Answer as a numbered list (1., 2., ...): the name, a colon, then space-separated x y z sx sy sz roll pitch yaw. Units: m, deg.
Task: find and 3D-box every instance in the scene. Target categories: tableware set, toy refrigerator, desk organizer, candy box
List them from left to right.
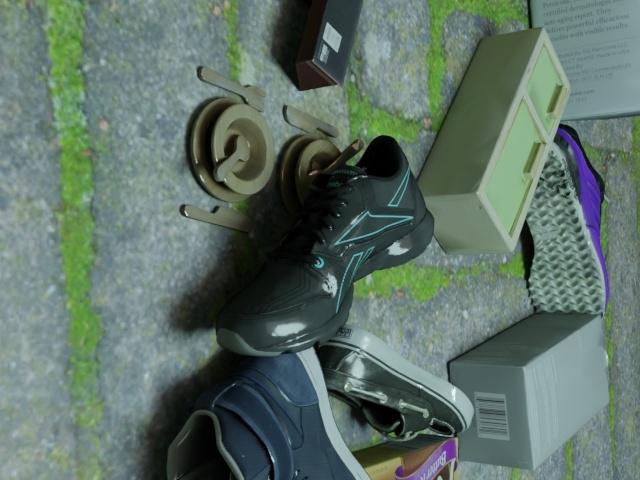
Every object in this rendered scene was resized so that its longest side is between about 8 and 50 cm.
1. tableware set: -0.032 -0.066 0.774 0.194 0.039 0.128 16 76 -50
2. desk organizer: 0.002 -0.205 0.813 0.047 0.050 0.130 33 64 -46
3. candy box: 0.069 0.260 0.875 0.187 0.053 0.109 1 87 -50
4. toy refrigerator: 0.208 -0.118 1.032 0.102 0.094 0.269 53 50 -35

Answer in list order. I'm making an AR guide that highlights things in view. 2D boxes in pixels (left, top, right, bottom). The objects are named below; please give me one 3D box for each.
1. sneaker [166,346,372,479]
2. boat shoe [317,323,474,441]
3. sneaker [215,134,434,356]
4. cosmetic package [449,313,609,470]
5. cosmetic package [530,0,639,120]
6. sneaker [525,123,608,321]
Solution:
1. sneaker: -0.034 0.205 0.709 0.163 0.086 0.226 -39 109 -57
2. boat shoe: 0.069 0.156 0.867 0.219 0.078 0.070 35 61 -36
3. sneaker: 0.000 0.000 0.751 0.267 0.101 0.106 -39 128 -44
4. cosmetic package: 0.261 0.174 1.081 0.238 0.107 0.127 -15 100 -53
5. cosmetic package: 0.403 -0.398 1.233 0.230 0.161 0.453 -9 96 -51
6. sneaker: 0.336 -0.022 1.180 0.146 0.102 0.293 -36 116 -47
